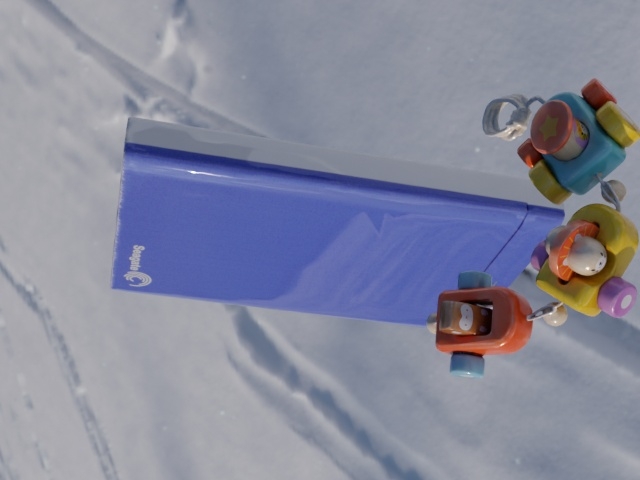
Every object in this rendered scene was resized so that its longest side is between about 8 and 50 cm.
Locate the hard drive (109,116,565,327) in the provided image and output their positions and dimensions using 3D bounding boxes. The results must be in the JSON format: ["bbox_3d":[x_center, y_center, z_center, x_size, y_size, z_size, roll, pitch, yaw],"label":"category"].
[{"bbox_3d":[0.000,0.000,0.777,0.210,0.318,0.040,115,160,-58],"label":"hard drive"}]

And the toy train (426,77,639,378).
[{"bbox_3d":[0.104,-0.011,0.516,0.125,0.046,0.166,-2,73,45],"label":"toy train"}]
